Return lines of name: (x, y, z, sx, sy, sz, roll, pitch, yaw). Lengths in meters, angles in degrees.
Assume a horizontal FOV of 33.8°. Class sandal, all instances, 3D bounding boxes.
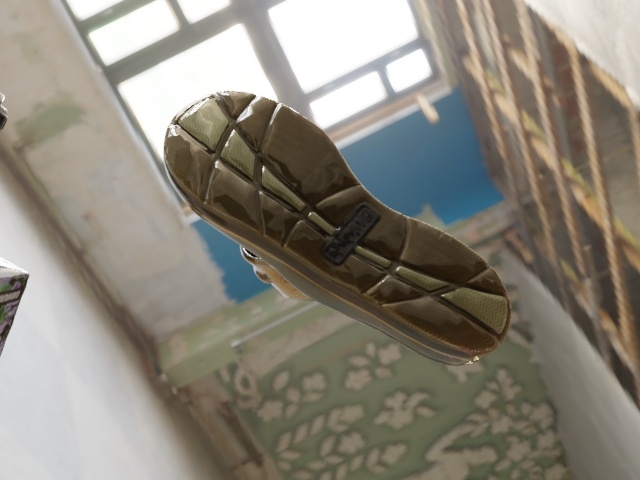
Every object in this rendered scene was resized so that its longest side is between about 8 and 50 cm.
sandal: (0.000, 0.000, 0.462, 0.180, 0.072, 0.049, 36, -37, 15)

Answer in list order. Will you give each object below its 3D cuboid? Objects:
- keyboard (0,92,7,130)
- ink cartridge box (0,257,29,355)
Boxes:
keyboard: (-0.284, 0.014, 0.629, 0.033, 0.201, 0.317, 29, -18, -30)
ink cartridge box: (-0.126, 0.058, 0.290, 0.029, 0.115, 0.063, 25, 12, 17)
